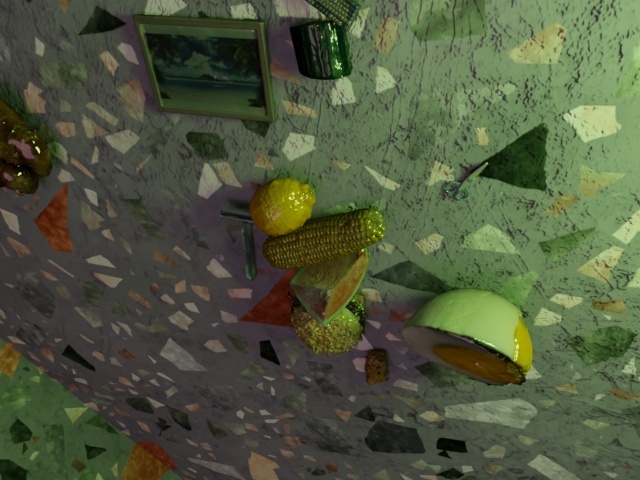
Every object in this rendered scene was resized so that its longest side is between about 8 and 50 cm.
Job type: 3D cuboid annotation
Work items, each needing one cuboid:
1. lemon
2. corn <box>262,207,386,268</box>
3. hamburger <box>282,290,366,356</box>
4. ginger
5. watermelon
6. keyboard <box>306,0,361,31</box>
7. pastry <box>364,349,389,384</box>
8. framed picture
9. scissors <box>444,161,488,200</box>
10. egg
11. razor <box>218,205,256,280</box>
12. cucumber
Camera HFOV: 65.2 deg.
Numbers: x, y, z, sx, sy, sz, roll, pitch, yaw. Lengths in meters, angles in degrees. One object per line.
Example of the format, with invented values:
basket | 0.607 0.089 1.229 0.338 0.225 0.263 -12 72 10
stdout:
lemon | -0.096 -0.086 1.252 0.187 0.142 0.142 -26 116 23
corn | 0.000 0.000 1.299 0.363 0.120 0.120 -13 122 32
hamburger | 0.011 0.237 1.479 0.261 0.139 0.243 13 131 10
ginger | -0.924 -0.259 1.440 0.274 0.152 0.357 32 136 -33
watermelon | 0.021 0.095 1.360 0.146 0.231 0.128 30 160 29
keyboard | -0.004 -0.472 0.954 0.176 0.014 0.055 40 130 7
pastry | 0.179 0.411 1.612 0.080 0.056 0.140 -4 125 10
framed picture | -0.260 -0.391 1.143 0.314 0.024 0.232 9 132 16
scissors | 0.333 -0.136 1.126 0.058 0.014 0.119 32 136 -7
egg | 0.385 0.223 1.277 0.337 0.201 0.337 22 155 10
razor | -0.213 0.010 1.446 0.111 0.056 0.278 11 138 11
cucumber | -0.004 -0.387 1.022 0.116 0.062 0.115 1 124 19
